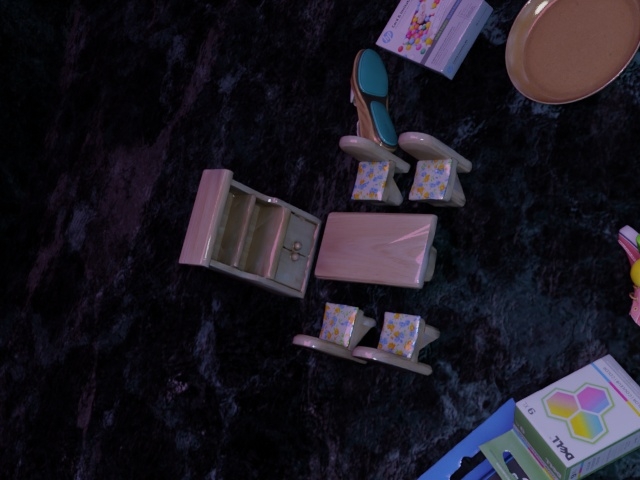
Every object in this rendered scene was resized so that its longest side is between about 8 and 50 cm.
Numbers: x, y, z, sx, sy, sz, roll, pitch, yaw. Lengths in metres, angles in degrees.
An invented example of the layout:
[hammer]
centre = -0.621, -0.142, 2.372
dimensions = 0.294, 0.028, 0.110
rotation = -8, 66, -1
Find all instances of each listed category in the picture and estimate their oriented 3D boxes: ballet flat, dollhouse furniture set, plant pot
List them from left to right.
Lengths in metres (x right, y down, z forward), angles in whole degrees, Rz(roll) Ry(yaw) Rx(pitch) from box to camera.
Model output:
[dollhouse furniture set]
centre = 0.000, 0.000, 1.485
dimensions = 0.394, 0.256, 0.362
rotation = 3, 75, 43
[ballet flat]
centre = 0.085, -0.248, 1.642
dimensions = 0.073, 0.080, 0.232
rotation = -39, 47, 44
[plant pot]
centre = 0.404, -0.319, 1.407
dimensions = 0.236, 0.032, 0.236
rotation = -18, 62, 37

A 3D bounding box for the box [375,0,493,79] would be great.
[box]
centre = 0.203, -0.386, 1.616
dimensions = 0.186, 0.038, 0.145
rotation = 37, 99, 46

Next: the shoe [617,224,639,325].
[shoe]
centre = 0.436, 0.064, 1.193
dimensions = 0.081, 0.063, 0.178
rotation = -42, 54, 15

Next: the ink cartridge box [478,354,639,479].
[ink cartridge box]
centre = 0.319, 0.243, 1.146
dimensions = 0.209, 0.062, 0.109
rotation = -23, 48, -14

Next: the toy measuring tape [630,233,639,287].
[toy measuring tape]
centre = 0.535, -0.030, 1.099
dimensions = 0.330, 0.121, 0.121
rotation = -34, 50, 5

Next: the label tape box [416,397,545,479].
[label tape box]
centre = 0.236, 0.406, 1.205
dimensions = 0.240, 0.106, 0.334
rotation = -46, 48, 18
